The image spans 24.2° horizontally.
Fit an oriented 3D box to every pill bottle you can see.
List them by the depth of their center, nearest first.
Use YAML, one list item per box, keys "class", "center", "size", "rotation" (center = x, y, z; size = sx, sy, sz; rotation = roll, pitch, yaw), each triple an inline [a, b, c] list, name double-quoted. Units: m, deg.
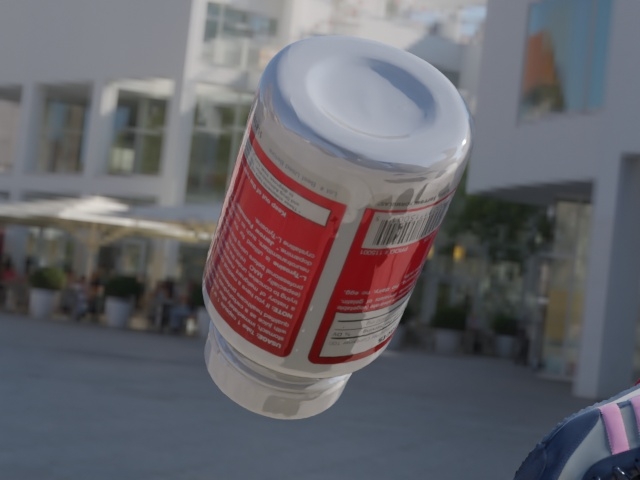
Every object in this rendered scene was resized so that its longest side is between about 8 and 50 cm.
- class: "pill bottle"
  center: [0.000, 0.000, 1.625]
  size: [0.229, 0.407, 0.229]
  rotation: [12, 41, -10]

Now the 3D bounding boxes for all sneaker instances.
- class: "sneaker"
  center: [0.301, 0.192, 1.308]
  size: [0.319, 0.112, 0.131]
  rotation: [-27, 20, -33]

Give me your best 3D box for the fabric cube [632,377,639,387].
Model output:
- class: "fabric cube"
  center: [0.541, 0.357, 2.251]
  size: [0.258, 0.254, 0.259]
  rotation: [36, 25, 8]
